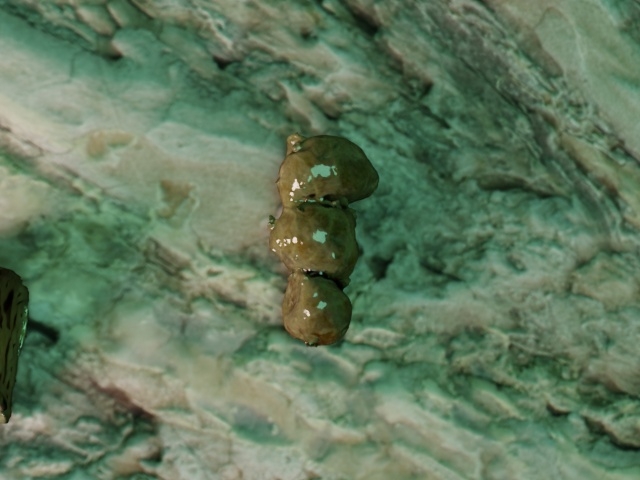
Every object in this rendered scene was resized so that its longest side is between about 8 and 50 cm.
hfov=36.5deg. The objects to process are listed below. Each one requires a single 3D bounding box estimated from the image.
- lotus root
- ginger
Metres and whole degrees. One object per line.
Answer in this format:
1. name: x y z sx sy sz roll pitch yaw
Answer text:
1. lotus root: -0.322 0.071 0.857 0.135 0.095 0.159 18 124 -6
2. ginger: 0.000 0.000 0.929 0.104 0.080 0.204 10 83 -17
